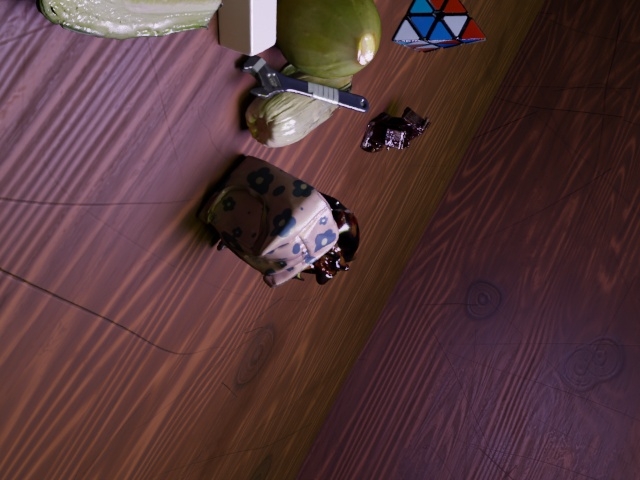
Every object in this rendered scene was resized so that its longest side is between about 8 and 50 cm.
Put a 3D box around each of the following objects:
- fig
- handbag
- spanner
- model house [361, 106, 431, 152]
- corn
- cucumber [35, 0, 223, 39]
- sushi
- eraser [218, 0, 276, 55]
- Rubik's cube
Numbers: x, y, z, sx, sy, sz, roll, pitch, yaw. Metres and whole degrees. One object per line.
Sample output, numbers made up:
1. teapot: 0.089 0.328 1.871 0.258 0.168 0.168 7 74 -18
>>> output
1. fig: 0.025 -0.417 1.118 0.207 0.230 0.207 -51 168 -15
2. handbag: -0.115 -0.038 1.191 0.193 0.251 0.190 -47 147 -17
3. spanner: -0.021 -0.305 1.164 0.315 0.024 0.087 6 65 -35
4. model house: 0.243 -0.335 1.798 0.203 0.164 0.141 -44 145 -39
5. corn: -0.039 -0.307 1.232 0.305 0.123 0.122 -48 151 -39
6. cucumber: -0.251 -0.351 0.741 0.145 0.105 0.325 -48 173 40
7. sushi: 0.000 -0.001 1.521 0.215 0.212 0.227 -31 139 -54
8. eraser: -0.123 -0.469 0.933 0.076 0.078 0.298 -45 151 -42
9. Rubik's cube: 0.404 -0.674 1.715 0.284 0.234 0.250 -11 122 -63
